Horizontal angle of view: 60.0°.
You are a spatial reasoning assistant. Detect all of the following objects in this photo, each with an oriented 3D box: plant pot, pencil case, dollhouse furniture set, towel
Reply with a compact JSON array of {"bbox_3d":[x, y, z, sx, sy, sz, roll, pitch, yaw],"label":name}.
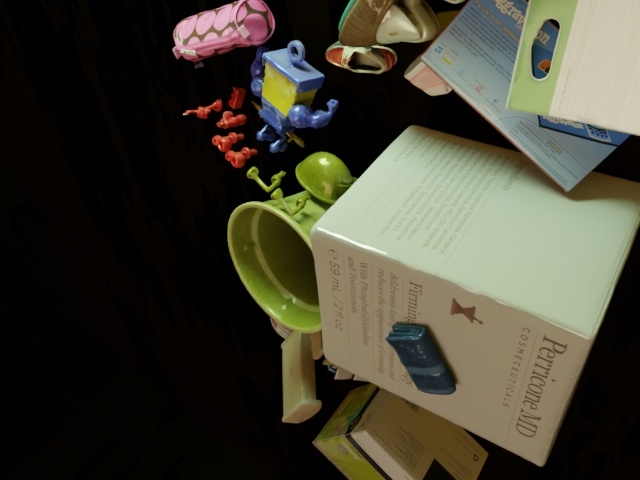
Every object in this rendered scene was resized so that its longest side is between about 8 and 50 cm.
[{"bbox_3d":[0.000,0.000,1.107,0.276,0.254,0.275,28,135,32],"label":"plant pot"},{"bbox_3d":[-0.188,-0.391,1.046,0.210,0.098,0.095,2,127,42],"label":"pencil case"},{"bbox_3d":[0.088,0.308,1.318,0.304,0.198,0.286,10,143,-21],"label":"dollhouse furniture set"},{"bbox_3d":[0.145,0.173,0.792,0.067,0.029,0.119,-7,120,46],"label":"towel"}]

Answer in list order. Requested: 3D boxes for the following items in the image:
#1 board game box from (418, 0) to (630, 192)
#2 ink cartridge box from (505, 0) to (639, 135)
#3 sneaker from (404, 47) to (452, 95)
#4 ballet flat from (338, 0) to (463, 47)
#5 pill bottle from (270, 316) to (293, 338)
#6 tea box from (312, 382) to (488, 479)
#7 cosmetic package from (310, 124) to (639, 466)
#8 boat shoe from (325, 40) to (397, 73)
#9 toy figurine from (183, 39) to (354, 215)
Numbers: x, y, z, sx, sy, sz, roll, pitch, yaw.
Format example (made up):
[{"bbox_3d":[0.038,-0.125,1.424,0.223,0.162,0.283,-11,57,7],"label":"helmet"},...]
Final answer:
[{"bbox_3d":[0.288,-0.213,0.760,0.281,0.027,0.145,43,111,2],"label":"board game box"},{"bbox_3d":[0.367,-0.223,0.677,0.235,0.056,0.171,22,122,30],"label":"ink cartridge box"},{"bbox_3d":[0.195,-0.271,0.840,0.070,0.051,0.134,39,141,-15],"label":"sneaker"},{"bbox_3d":[0.141,-0.353,0.749,0.124,0.116,0.342,54,140,8],"label":"ballet flat"},{"bbox_3d":[-0.025,0.125,1.356,0.161,0.161,0.283,36,144,11],"label":"pill bottle"},{"bbox_3d":[0.211,0.578,1.537,0.329,0.220,0.323,46,144,-2],"label":"tea box"},{"bbox_3d":[0.242,0.066,0.895,0.394,0.327,0.329,21,139,27],"label":"cosmetic package"},{"bbox_3d":[0.061,-0.307,0.936,0.137,0.043,0.049,20,140,32],"label":"boat shoe"},{"bbox_3d":[-0.067,-0.243,0.999,0.362,0.191,0.217,45,132,27],"label":"toy figurine"}]
